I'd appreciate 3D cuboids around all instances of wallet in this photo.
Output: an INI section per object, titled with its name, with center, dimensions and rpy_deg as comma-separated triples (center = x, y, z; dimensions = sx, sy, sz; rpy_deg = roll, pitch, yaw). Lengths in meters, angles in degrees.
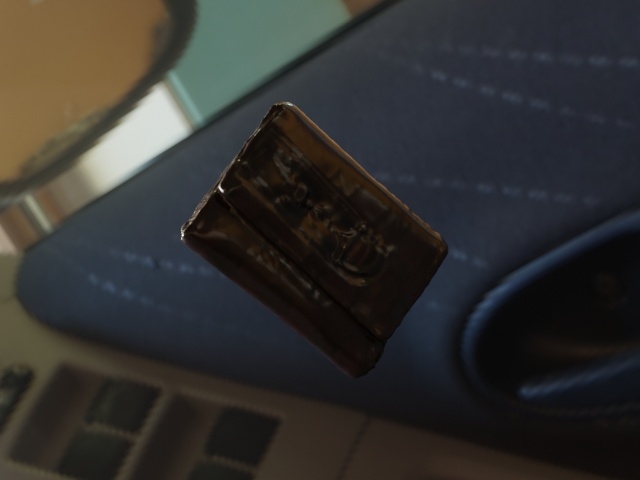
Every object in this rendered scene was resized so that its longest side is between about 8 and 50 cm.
[wallet]
center = 0.000, 0.000, 1.584
dimensions = 0.182, 0.229, 0.049
rpy_deg = -56, 15, -26
